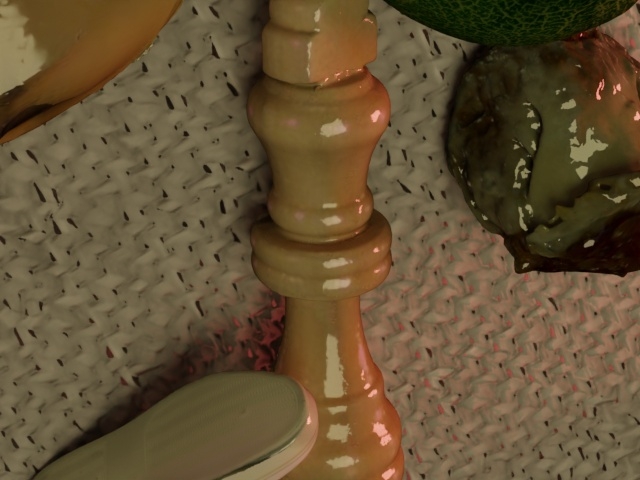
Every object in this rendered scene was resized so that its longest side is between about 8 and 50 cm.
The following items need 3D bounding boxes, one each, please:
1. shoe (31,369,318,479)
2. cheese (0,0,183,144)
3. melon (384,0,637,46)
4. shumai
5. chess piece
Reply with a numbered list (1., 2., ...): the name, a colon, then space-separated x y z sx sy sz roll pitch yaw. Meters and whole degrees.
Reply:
1. shoe: -0.094 0.177 1.270 0.265 0.095 0.110 -22 136 26
2. cheese: -0.240 -0.158 1.051 0.316 0.128 0.259 -45 115 0
3. melon: 0.094 -0.190 1.122 0.265 0.169 0.129 36 102 -30
4. shumai: 0.183 -0.059 1.241 0.184 0.142 0.184 -10 122 -17
5. chess piece: 0.000 0.000 1.230 0.117 0.117 0.397 -9 117 -15
